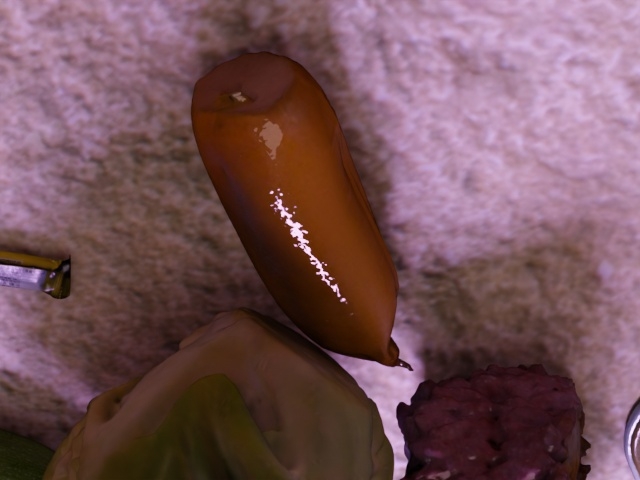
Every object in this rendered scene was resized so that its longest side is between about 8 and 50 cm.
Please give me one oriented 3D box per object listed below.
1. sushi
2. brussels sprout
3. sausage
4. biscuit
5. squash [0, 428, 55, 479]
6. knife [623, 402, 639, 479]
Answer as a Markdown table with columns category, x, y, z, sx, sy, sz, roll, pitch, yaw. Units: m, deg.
| category | x | y | z | sx | sy | sz | roll | pitch | yaw |
| --- | --- | --- | --- | --- | --- | --- | --- | --- | --- |
| sushi | 0.147 | 0.240 | 1.666 | 0.170 | 0.237 | 0.270 | -1 | 132 | 7 |
| brussels sprout | -0.088 | 0.225 | 1.563 | 0.344 | 0.344 | 0.268 | -15 | 168 | 8 |
| sausage | -0.004 | -0.001 | 1.544 | 0.112 | 0.112 | 0.328 | -18 | 127 | 10 |
| biscuit | -0.344 | 0.012 | 1.578 | 0.291 | 0.026 | 0.048 | 9 | 131 | -10 |
| squash | -0.369 | 0.196 | 1.670 | 0.395 | 0.107 | 0.107 | 10 | 126 | -11 |
| knife | 0.342 | 0.267 | 1.824 | 0.061 | 0.027 | 0.343 | -18 | 124 | 12 |
